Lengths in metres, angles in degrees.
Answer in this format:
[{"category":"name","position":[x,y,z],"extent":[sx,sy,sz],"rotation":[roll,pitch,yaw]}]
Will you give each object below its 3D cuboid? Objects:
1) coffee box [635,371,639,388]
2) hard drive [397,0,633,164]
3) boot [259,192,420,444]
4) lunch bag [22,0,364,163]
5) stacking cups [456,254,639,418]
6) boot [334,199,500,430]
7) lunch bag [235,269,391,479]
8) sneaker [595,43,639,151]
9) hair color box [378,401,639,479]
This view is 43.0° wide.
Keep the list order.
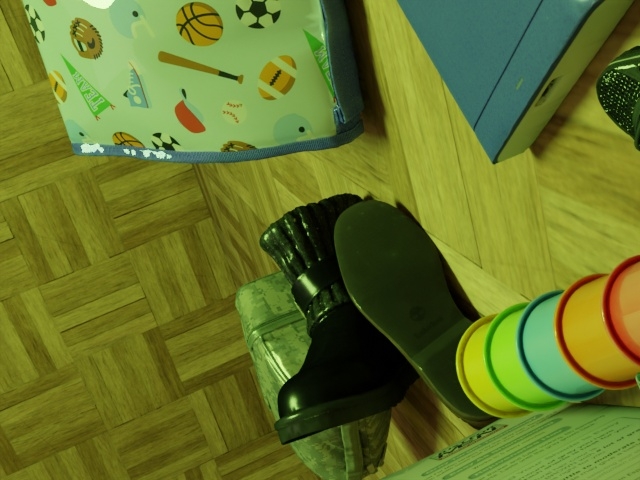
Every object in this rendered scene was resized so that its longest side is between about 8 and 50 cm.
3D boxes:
[{"category":"coffee box","position":[0.225,0.043,0.328],"extent":[0.184,0.113,0.041],"rotation":[113,136,-75]},{"category":"hard drive","position":[0.086,-0.236,0.580],"extent":[0.210,0.040,0.319],"rotation":[102,143,-70]},{"category":"boot","position":[0.004,0.083,0.987],"extent":[0.260,0.131,0.348],"rotation":[65,-157,4]},{"category":"lunch bag","position":[-0.138,-0.271,0.949],"extent":[0.385,0.239,0.328],"rotation":[8,126,33]},{"category":"stacking cups","position":[0.196,0.067,0.583],"extent":[0.096,0.096,0.316],"rotation":[65,162,11]},{"category":"boot","position":[0.110,0.086,0.927],"extent":[0.305,0.112,0.115],"rotation":[58,175,29]},{"category":"lunch bag","position":[0.010,0.214,1.267],"extent":[0.305,0.212,0.256],"rotation":[83,168,-52]},{"category":"sneaker","position":[0.190,-0.041,0.400],"extent":[0.178,0.077,0.072],"rotation":[-126,19,-48]},{"category":"hair color box","position":[0.185,0.215,0.620],"extent":[0.114,0.185,0.374],"rotation":[66,168,4]}]
